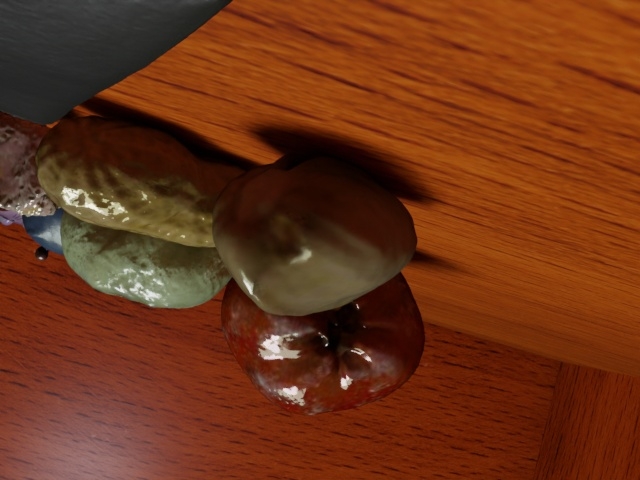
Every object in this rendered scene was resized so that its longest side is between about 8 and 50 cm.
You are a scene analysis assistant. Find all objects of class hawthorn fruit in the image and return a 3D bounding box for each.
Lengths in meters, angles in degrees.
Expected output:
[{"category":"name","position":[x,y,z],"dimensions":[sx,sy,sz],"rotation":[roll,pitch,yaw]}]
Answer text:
[{"category":"hawthorn fruit","position":[-0.001,0.107,1.035],"dimensions":[0.284,0.285,0.284],"rotation":[16,174,2]}]

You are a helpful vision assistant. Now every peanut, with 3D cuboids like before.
[{"category":"peanut","position":[-0.145,-0.049,0.676],"dimensions":[0.225,0.095,0.108],"rotation":[18,157,-38]}]

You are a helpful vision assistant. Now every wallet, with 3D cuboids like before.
[{"category":"wallet","position":[-0.153,-0.105,0.371],"dimensions":[0.124,0.025,0.244],"rotation":[17,164,-36]}]

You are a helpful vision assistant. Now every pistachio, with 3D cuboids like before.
[{"category":"pistachio","position":[0.000,0.000,0.604],"dimensions":[0.129,0.132,0.206],"rotation":[21,-179,33]}]

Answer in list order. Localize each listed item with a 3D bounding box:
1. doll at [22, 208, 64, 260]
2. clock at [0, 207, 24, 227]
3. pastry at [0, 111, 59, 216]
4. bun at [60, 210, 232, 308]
[{"category":"doll","position":[-0.279,-0.031,1.026],"dimensions":[0.258,0.154,0.228],"rotation":[10,171,-7]},{"category":"clock","position":[-0.551,-0.080,1.333],"dimensions":[0.152,0.110,0.050],"rotation":[10,173,39]},{"category":"pastry","position":[-0.361,-0.093,0.736],"dimensions":[0.264,0.103,0.112],"rotation":[18,-175,5]},{"category":"bun","position":[-0.177,-0.016,0.798],"dimensions":[0.195,0.118,0.195],"rotation":[16,-152,-9]}]
